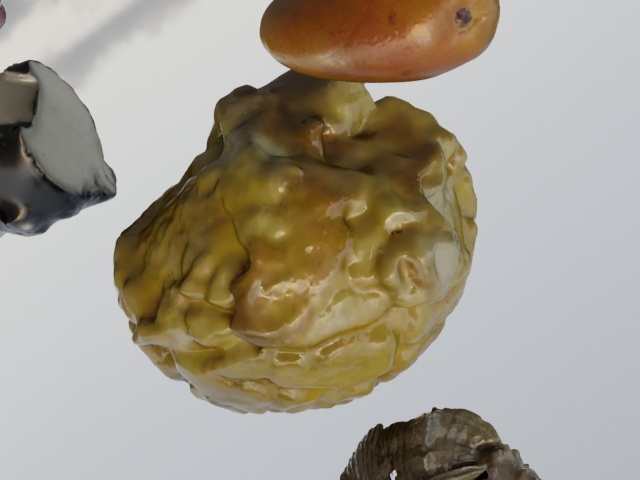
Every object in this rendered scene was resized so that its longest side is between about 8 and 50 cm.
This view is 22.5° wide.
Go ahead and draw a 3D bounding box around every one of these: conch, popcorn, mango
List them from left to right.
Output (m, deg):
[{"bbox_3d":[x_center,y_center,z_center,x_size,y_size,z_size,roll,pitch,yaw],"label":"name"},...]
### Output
[{"bbox_3d":[-0.010,0.017,1.705,0.390,0.354,0.344,-52,-133,16],"label":"popcorn"},{"bbox_3d":[0.041,-0.192,1.352,0.217,0.102,0.141,-4,-134,32],"label":"mango"},{"bbox_3d":[0.114,0.265,1.655,0.245,0.178,0.163,-19,172,33],"label":"conch"}]

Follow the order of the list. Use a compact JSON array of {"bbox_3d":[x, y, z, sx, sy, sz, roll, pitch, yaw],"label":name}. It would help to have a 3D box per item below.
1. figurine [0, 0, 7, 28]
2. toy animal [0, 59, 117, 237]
[{"bbox_3d":[-0.210,-0.143,0.906,0.067,0.083,0.071,9,-116,39],"label":"figurine"},{"bbox_3d":[-0.407,-0.093,1.924,0.266,0.212,0.212,-16,-157,18],"label":"toy animal"}]
